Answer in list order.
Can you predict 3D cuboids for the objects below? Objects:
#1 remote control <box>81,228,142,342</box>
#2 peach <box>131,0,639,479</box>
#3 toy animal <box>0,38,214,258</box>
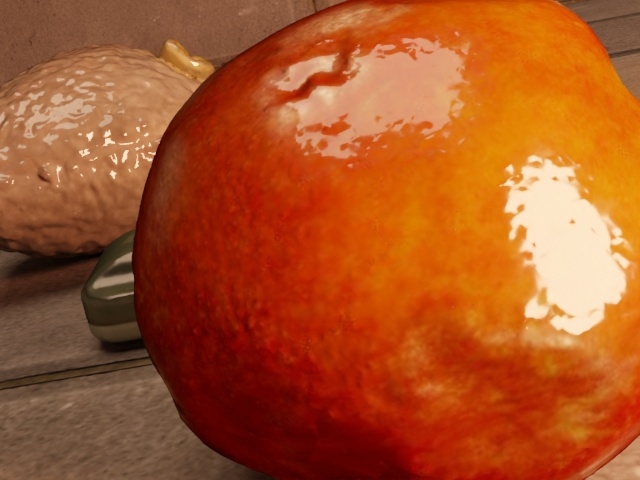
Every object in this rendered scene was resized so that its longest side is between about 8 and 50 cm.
[{"bbox_3d":[0.000,0.000,0.680,0.335,0.066,0.128,-11,19,0],"label":"remote control"},{"bbox_3d":[0.040,0.010,0.407,0.243,0.199,0.244,-5,57,9],"label":"peach"},{"bbox_3d":[-0.200,-0.085,0.877,0.226,0.188,0.358,-7,17,28],"label":"toy animal"}]
